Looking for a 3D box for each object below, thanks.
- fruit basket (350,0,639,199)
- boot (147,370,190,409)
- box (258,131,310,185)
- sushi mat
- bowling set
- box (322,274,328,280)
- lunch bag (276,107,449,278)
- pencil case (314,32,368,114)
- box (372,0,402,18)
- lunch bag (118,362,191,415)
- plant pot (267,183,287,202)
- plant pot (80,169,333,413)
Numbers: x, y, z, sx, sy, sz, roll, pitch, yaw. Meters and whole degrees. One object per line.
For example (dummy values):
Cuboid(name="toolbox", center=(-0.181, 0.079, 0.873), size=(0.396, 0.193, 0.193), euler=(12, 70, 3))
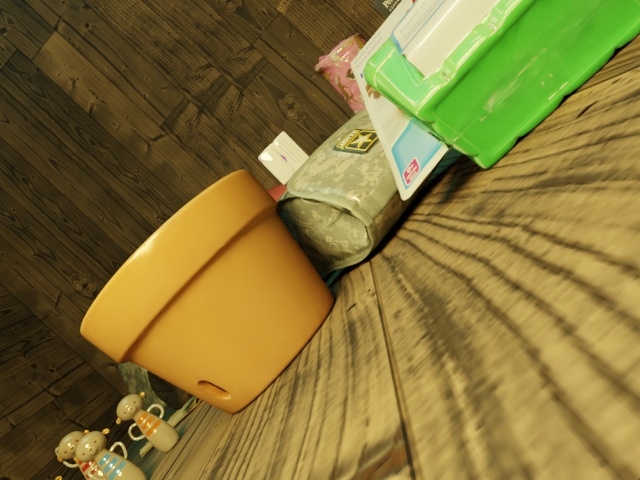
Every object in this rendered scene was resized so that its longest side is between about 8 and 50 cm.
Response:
Cuboid(name="fruit basket", center=(0.151, -0.259, 0.522), size=(0.327, 0.166, 0.352), euler=(-46, 38, 29))
Cuboid(name="boot", center=(-0.259, 0.183, 1.115), size=(0.284, 0.138, 0.377), euler=(-36, -37, -49))
Cuboid(name="box", center=(-0.054, -0.139, 0.927), size=(0.063, 0.067, 0.324), euler=(-46, 2, 3))
Cuboid(name="sushi mat", center=(-0.356, 0.441, 1.250), size=(0.316, 0.019, 0.151), euler=(-46, 1, 30))
Cuboid(name="bowling set", center=(-0.372, 0.377, 0.768), size=(0.287, 0.154, 0.200), euler=(-48, 1, -23))
Cuboid(name="box", center=(-0.029, -0.001, 0.994), size=(0.247, 0.163, 0.142), euler=(-47, 4, -31))
Cuboid(name="lunch bag", center=(0.057, -0.082, 0.741), size=(0.235, 0.169, 0.287), euler=(-47, 7, -26))
Cuboid(name="pencil case", center=(0.154, -0.373, 1.311), size=(0.167, 0.386, 0.160), euler=(-33, 13, 27))
Cuboid(name="box", center=(0.342, -0.502, 0.945), size=(0.343, 0.312, 0.179), euler=(-45, 2, 33))
Cuboid(name="lunch bag", center=(-0.431, 0.377, 1.453), size=(0.256, 0.212, 0.305), euler=(-25, -11, -39))
Cuboid(name="plant pot", center=(-0.019, -0.079, 1.369), size=(0.243, 0.275, 0.275), euler=(-31, 13, 50))
Cuboid(name="plant pot", center=(-0.121, 0.080, 0.628), size=(0.291, 0.203, 0.291), euler=(-47, 1, 1))
